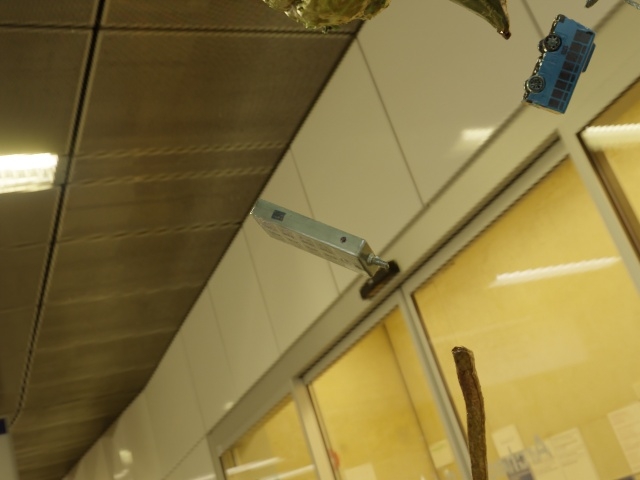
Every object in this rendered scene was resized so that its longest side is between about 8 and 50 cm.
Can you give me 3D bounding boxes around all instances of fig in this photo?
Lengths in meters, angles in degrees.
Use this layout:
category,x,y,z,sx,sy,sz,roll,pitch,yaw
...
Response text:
category,x,y,z,sx,sy,sz,roll,pitch,yaw
fig,0.190,-0.358,1.054,0.126,0.185,0.133,-2,2,11

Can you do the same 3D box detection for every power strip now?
category,x,y,z,sx,sy,sz,roll,pitch,yaw
power strip,0.000,0.000,0.682,0.019,0.136,0.051,-59,-29,-15

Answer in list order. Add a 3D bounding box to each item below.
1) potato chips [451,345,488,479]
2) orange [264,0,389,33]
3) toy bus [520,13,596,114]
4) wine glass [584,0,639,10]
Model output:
category,x,y,z,sx,sy,sz,roll,pitch,yaw
potato chips,0.178,0.210,0.913,0.026,0.204,0.037,-3,20,20
orange,-0.006,-0.467,1.200,0.300,0.301,0.223,25,-35,-16
toy bus,0.485,-0.355,1.597,0.106,0.185,0.090,21,11,6
wine glass,0.517,-0.305,1.136,0.262,0.074,0.074,29,-31,0
